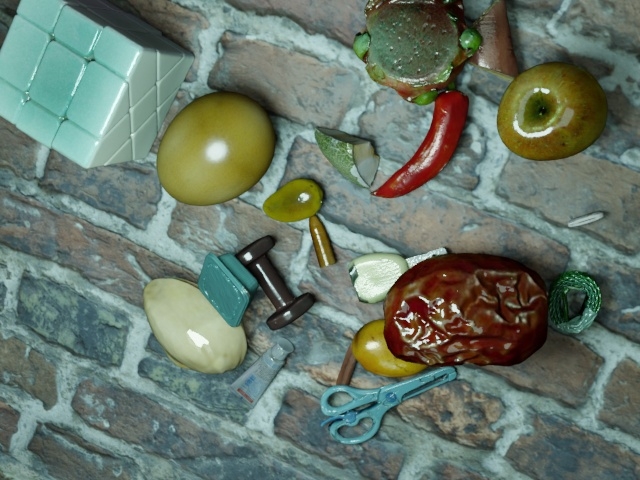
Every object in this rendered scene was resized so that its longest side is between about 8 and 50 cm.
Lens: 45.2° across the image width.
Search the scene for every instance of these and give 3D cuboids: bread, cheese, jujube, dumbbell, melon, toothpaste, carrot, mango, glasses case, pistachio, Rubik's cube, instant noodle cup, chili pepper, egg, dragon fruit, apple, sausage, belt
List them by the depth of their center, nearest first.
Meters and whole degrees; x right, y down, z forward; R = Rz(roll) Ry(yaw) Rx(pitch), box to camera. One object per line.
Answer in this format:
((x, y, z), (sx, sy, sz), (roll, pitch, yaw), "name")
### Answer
((0.516, -0.280, 1.709), (0.237, 0.207, 0.236), (1, 93, 29), "apple")
((0.223, -0.449, 1.740), (0.295, 0.130, 0.268), (14, 95, 21), "dragon fruit")
((0.381, -0.446, 1.756), (0.119, 0.067, 0.192), (-13, 99, 15), "bread")
((0.334, 0.167, 1.795), (0.377, 0.276, 0.276), (1, 103, 1), "jujube")
((0.623, -0.050, 1.807), (0.083, 0.032, 0.021), (-18, 99, 17), "glasses case")
((0.255, -0.235, 1.825), (0.137, 0.092, 0.368), (34, 105, 20), "chili pepper")
((0.604, 0.150, 1.831), (0.121, 0.079, 0.151), (11, 105, 10), "belt")
((-0.549, -0.391, 1.853), (0.316, 0.319, 0.321), (31, 106, 6), "Rubik's cube")
((-0.257, -0.215, 1.859), (0.322, 0.250, 0.250), (-37, 92, 22), "egg")
((0.067, -0.221, 1.862), (0.202, 0.139, 0.093), (42, 85, 4), "melon")
((-0.222, 0.112, 1.892), (0.157, 0.070, 0.179), (46, 146, 14), "instant noodle cup")
((0.198, 0.073, 1.922), (0.252, 0.054, 0.127), (-19, 97, 15), "cheese")
((-0.069, -0.097, 1.935), (0.161, 0.076, 0.103), (-18, 102, 19), "mango")
((0.189, 0.274, 1.937), (0.219, 0.112, 0.144), (7, 94, 9), "mango")
((0.000, 0.000, 1.954), (0.048, 0.048, 0.139), (-16, 97, 16), "carrot")
((-0.126, 0.108, 1.959), (0.225, 0.140, 0.124), (55, 146, -4), "dumbbell")
((-0.331, 0.221, 2.003), (0.318, 0.193, 0.214), (45, 105, 3), "pistachio")
((0.073, 0.332, 2.019), (0.030, 0.035, 0.147), (31, 109, 38), "sausage")
((-0.158, 0.356, 2.070), (0.089, 0.057, 0.234), (41, 114, 4), "toothpaste")

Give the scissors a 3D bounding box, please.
((0.175, 0.414, 2.002), (0.393, 0.032, 0.180), (-24, 108, 14), "scissors")
